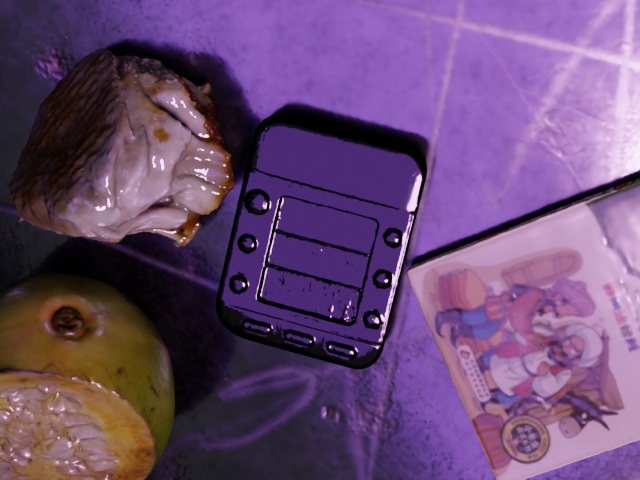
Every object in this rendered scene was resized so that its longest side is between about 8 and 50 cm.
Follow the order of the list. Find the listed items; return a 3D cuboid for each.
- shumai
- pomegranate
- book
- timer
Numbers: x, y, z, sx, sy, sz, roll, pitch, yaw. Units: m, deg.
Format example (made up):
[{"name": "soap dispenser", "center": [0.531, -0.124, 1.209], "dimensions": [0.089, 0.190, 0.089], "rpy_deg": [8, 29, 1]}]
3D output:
[{"name": "shumai", "center": [-0.155, -0.060, 1.406], "dimensions": [0.142, 0.184, 0.184], "rpy_deg": [34, 110, -30]}, {"name": "pomegranate", "center": [-0.199, 0.126, 1.435], "dimensions": [0.190, 0.159, 0.241], "rpy_deg": [-23, 126, 24]}, {"name": "book", "center": [0.227, 0.066, 1.392], "dimensions": [0.264, 0.027, 0.202], "rpy_deg": [-21, 98, 16]}, {"name": "timer", "center": [0.000, 0.000, 1.410], "dimensions": [0.144, 0.055, 0.187], "rpy_deg": [15, 102, 5]}]
